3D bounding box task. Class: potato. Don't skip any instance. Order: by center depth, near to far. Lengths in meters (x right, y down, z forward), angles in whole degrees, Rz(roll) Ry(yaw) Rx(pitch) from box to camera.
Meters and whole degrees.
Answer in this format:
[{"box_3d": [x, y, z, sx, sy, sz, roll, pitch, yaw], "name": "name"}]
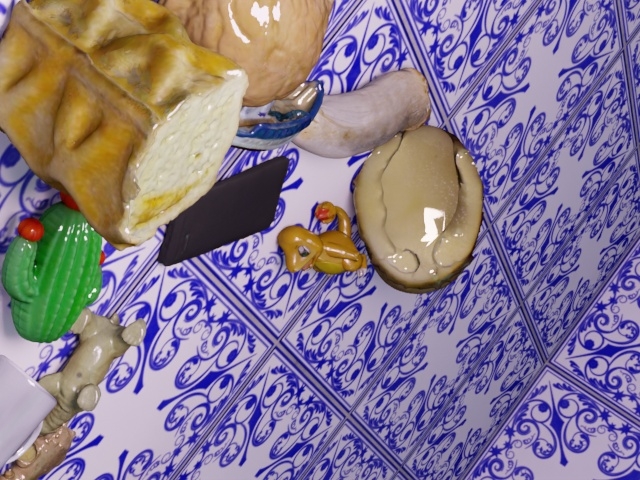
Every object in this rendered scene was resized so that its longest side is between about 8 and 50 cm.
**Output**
[{"box_3d": [0.168, -0.031, 2.317, 0.242, 0.285, 0.242, -10, 164, -3], "name": "potato"}]

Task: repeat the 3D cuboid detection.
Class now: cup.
[{"box_3d": [-0.414, 0.227, 1.740, 0.133, 0.099, 0.136, -51, 178, -13], "name": "cup"}]

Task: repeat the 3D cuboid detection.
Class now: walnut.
[{"box_3d": [-0.086, -0.270, 1.581, 0.228, 0.228, 0.228, -41, 150, -29], "name": "walnut"}]

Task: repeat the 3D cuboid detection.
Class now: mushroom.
[{"box_3d": [0.055, -0.193, 2.070, 0.351, 0.095, 0.123, -17, 115, -54], "name": "mushroom"}]

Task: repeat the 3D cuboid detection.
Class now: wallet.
[{"box_3d": [-0.135, -0.044, 1.979, 0.244, 0.025, 0.124, -23, 139, -48], "name": "wallet"}]

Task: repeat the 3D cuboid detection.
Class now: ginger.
[{"box_3d": [-0.411, 0.314, 1.887, 0.173, 0.051, 0.069, -40, 147, -34], "name": "ginger"}]

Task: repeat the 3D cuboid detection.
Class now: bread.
[{"box_3d": [-0.218, -0.147, 1.458, 0.238, 0.252, 0.196, -43, 153, -31], "name": "bread"}]

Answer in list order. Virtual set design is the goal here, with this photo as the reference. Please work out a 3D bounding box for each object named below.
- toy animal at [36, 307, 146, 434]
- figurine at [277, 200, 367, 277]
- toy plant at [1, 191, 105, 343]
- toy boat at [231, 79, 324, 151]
[{"box_3d": [-0.328, 0.182, 1.853, 0.219, 0.103, 0.101, -58, 179, -7], "name": "toy animal"}, {"box_3d": [-0.001, -0.004, 2.206, 0.176, 0.121, 0.122, 8, 85, -52], "name": "figurine"}, {"box_3d": [-0.322, 0.019, 1.653, 0.154, 0.088, 0.240, -35, 146, -36], "name": "toy plant"}, {"box_3d": [-0.074, -0.189, 1.803, 0.115, 0.114, 0.262, -53, 162, 21], "name": "toy boat"}]
